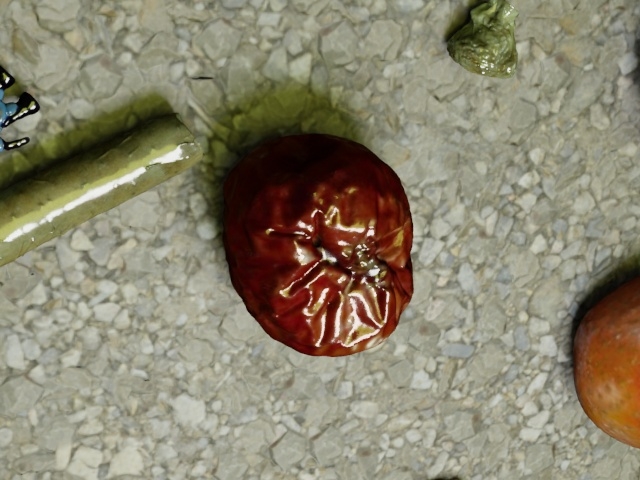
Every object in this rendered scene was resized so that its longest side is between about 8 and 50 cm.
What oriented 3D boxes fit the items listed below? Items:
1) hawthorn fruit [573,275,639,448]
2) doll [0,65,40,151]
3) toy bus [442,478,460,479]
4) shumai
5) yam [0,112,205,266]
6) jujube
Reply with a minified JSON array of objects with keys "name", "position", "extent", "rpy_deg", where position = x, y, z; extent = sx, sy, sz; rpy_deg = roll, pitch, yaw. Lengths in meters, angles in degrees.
[{"name":"hawthorn fruit","position":[0.457,0.157,1.506],"extent":[0.231,0.263,0.235],"rpy_deg":[1,83,-44]},{"name":"doll","position":[-0.368,-0.087,1.169],"extent":[0.195,0.070,0.096],"rpy_deg":[-46,104,-7]},{"name":"toy bus","position":[0.119,0.370,1.544],"extent":[0.192,0.065,0.077],"rpy_deg":[-11,107,-18]},{"name":"shumai","position":[0.193,-0.233,1.324],"extent":[0.082,0.083,0.080],"rpy_deg":[-33,150,-49]},{"name":"yam","position":[-0.296,-0.027,1.214],"extent":[0.371,0.083,0.083],"rpy_deg":[-29,118,-12]},{"name":"jujube","position":[0.000,0.000,1.280],"extent":[0.213,0.213,0.232],"rpy_deg":[-18,121,-14]}]
